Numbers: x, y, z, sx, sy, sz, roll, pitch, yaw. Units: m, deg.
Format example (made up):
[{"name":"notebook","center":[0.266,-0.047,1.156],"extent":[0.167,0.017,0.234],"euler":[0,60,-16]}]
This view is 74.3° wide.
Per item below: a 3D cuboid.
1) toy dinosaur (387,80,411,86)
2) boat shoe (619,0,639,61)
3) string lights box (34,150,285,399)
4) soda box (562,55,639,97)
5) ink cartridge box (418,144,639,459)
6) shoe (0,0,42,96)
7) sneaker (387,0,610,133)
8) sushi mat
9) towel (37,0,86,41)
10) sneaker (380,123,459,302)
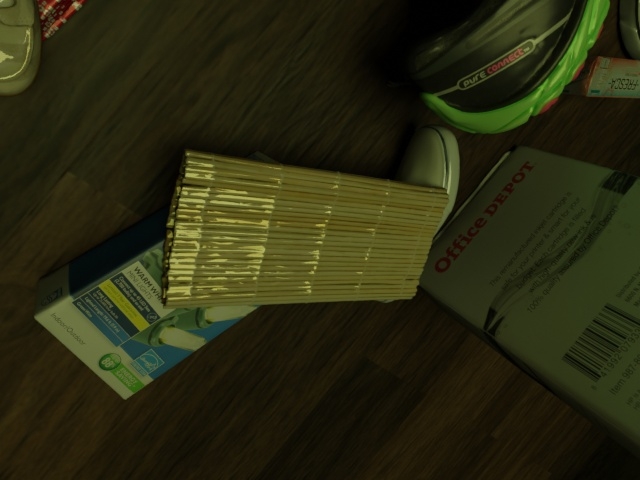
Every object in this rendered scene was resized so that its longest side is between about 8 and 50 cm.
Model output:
[{"name":"toy dinosaur","center":[0.124,-0.208,0.498],"extent":[0.082,0.090,0.047],"euler":[-52,141,-53]},{"name":"boat shoe","center":[0.529,-0.408,0.622],"extent":[0.113,0.105,0.306],"euler":[-35,127,-12]},{"name":"string lights box","center":[-0.135,0.030,0.453],"extent":[0.259,0.077,0.133],"euler":[-34,125,-13]},{"name":"soda box","center":[0.459,-0.262,0.679],"extent":[0.183,0.063,0.058],"euler":[-8,118,-27]},{"name":"ink cartridge box","center":[0.368,0.066,0.580],"extent":[0.285,0.395,0.166],"euler":[-49,131,-1]},{"name":"shoe","center":[-0.230,-0.199,0.253],"extent":[0.076,0.058,0.219],"euler":[-12,118,-22]},{"name":"sneaker","center":[0.197,-0.354,0.394],"extent":[0.202,0.185,0.483],"euler":[14,95,-20]},{"name":"sushi mat","center":[0.000,0.000,0.453],"extent":[0.316,0.019,0.152],"euler":[3,111,-30]},{"name":"towel","center":[-0.232,-0.258,0.279],"extent":[0.275,0.031,0.199],"euler":[-46,128,-3]},{"name":"sneaker","center":[0.102,-0.027,0.558],"extent":[0.091,0.094,0.258],"euler":[1,114,-37]}]
